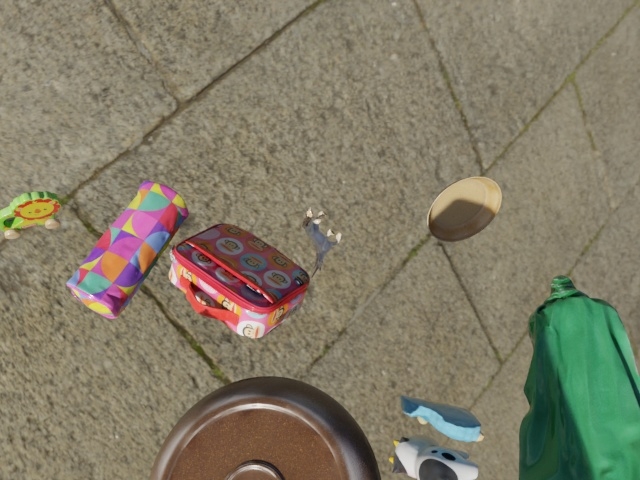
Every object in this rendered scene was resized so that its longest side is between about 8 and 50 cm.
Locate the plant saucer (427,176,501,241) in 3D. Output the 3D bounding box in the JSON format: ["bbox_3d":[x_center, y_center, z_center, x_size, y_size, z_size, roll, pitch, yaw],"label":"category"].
[{"bbox_3d":[0.147,-0.035,0.600,0.083,0.015,0.083,-10,132,-12],"label":"plant saucer"}]

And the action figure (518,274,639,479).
[{"bbox_3d":[0.231,0.130,0.507,0.063,0.137,0.232,57,31,-48],"label":"action figure"}]

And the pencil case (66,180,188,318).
[{"bbox_3d":[-0.312,0.011,0.951,0.104,0.104,0.236,48,56,-33],"label":"pencil case"}]

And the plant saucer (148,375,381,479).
[{"bbox_3d":[-0.078,0.321,0.714,0.310,0.310,0.050,-55,160,-15],"label":"plant saucer"}]

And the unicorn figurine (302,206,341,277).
[{"bbox_3d":[0.000,0.000,1.511,0.060,0.162,0.111,3,140,-39],"label":"unicorn figurine"}]

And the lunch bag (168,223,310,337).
[{"bbox_3d":[-0.198,0.092,1.324,0.258,0.293,0.120,-32,147,-52],"label":"lunch bag"}]

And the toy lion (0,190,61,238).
[{"bbox_3d":[-0.464,-0.045,0.920,0.100,0.096,0.034,-18,71,-16],"label":"toy lion"}]

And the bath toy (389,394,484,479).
[{"bbox_3d":[0.155,0.437,0.930,0.129,0.151,0.348,13,82,-5],"label":"bath toy"}]
